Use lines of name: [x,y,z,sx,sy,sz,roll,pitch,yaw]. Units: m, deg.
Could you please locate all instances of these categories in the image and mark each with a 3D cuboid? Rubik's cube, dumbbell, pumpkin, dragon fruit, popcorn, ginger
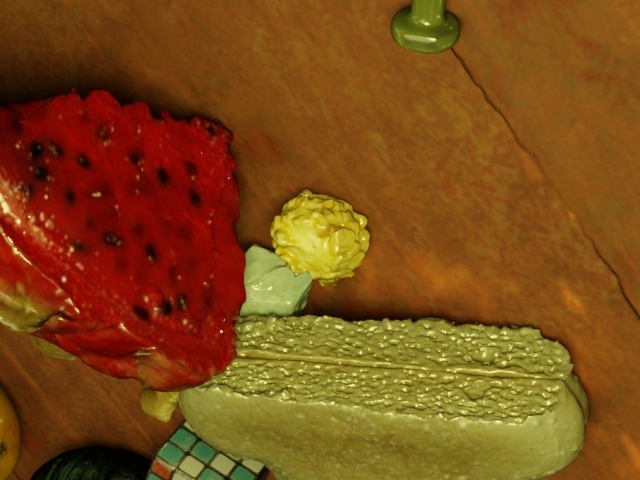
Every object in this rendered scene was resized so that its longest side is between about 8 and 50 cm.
Rubik's cube: [-0.108,0.225,1.559,0.092,0.092,0.092,31,134,8]
dumbbell: [0.078,-0.190,1.159,0.052,0.046,0.118,16,130,15]
pumpkin: [-0.213,0.299,1.650,0.202,0.140,0.202,15,129,19]
dragon fruit: [-0.262,0.007,1.295,0.286,0.329,0.228,-11,74,37]
popcorn: [0.000,0.000,1.345,0.082,0.057,0.083,-4,117,27]
ginger: [-0.200,0.093,1.550,0.193,0.052,0.176,45,135,-16]

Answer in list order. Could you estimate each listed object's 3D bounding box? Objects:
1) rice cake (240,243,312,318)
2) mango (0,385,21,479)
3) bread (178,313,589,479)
rice cake: [-0.061,0.090,1.446,0.069,0.063,0.206,25,133,5]
mango: [-0.402,0.169,1.684,0.221,0.120,0.151,43,136,7]
bread: [0.052,0.156,1.366,0.337,0.102,0.183,4,132,14]
